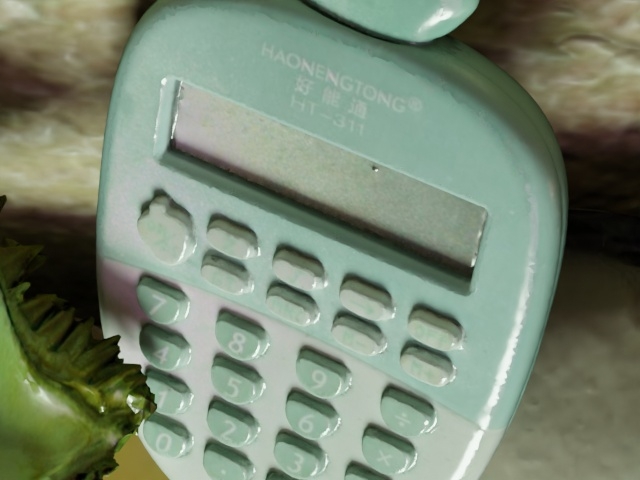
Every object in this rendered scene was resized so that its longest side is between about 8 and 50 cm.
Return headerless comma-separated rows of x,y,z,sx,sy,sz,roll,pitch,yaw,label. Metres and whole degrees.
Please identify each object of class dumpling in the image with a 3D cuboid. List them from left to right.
0.089,0.057,0.885,0.293,0.163,0.204,2,-169,11,dumpling

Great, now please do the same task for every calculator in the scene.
0.000,0.000,0.742,0.184,0.042,0.295,24,126,17,calculator

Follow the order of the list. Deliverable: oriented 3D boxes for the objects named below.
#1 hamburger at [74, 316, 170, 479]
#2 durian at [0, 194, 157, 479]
-0.160,0.161,0.954,0.276,0.276,0.237,2,178,-2,hamburger
-0.257,0.029,0.754,0.394,0.198,0.163,11,143,-4,durian
